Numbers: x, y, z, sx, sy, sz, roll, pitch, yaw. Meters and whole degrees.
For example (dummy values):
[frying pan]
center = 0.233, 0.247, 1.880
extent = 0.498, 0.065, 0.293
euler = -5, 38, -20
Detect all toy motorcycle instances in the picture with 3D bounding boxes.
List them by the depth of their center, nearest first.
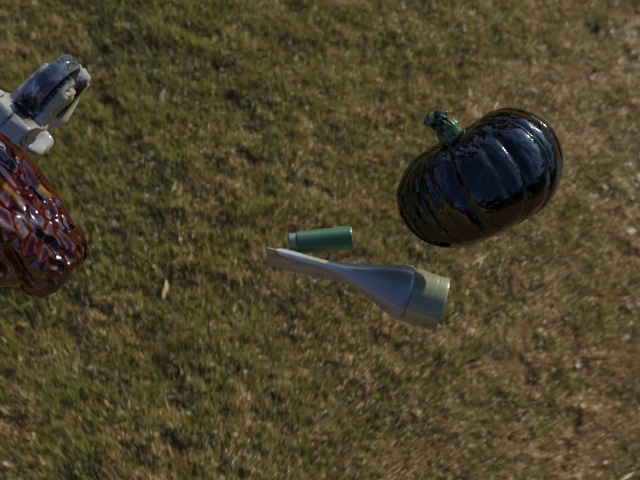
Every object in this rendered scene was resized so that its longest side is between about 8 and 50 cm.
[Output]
[toy motorcycle]
center = -0.447, -0.121, 1.249
extent = 0.108, 0.223, 0.341
euler = 43, 86, -8

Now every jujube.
[jujube]
center = -0.334, -0.029, 0.864
extent = 0.236, 0.168, 0.168
euler = 37, 63, -15

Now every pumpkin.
[pumpkin]
center = 0.178, -0.069, 1.023
extent = 0.194, 0.194, 0.150
euler = -6, 79, -11

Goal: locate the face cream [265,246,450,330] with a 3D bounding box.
[face cream]
center = 0.042, 0.045, 1.112
extent = 0.224, 0.114, 0.070
euler = 17, 78, 1

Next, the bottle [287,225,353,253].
[bottle]
center = 0.000, 0.000, 1.170
extent = 0.083, 0.030, 0.030
euler = -6, 65, -1
